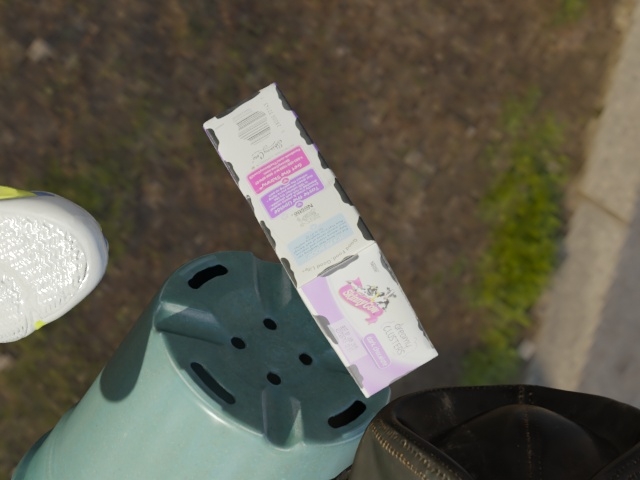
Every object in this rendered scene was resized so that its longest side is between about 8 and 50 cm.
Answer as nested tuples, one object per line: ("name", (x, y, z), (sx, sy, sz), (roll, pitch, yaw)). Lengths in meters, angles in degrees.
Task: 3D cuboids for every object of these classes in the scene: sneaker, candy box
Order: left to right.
("sneaker", (-0.198, 0.003, 1.171), (0.126, 0.240, 0.091), (-39, 113, -52))
("candy box", (0.000, 0.000, 1.551), (0.070, 0.196, 0.165), (-31, 140, -1))

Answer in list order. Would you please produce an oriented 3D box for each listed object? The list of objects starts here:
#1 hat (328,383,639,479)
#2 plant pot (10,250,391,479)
("hat", (0.089, 0.140, 0.857), (0.331, 0.331, 0.134), (-17, 123, -39))
("plant pot", (-0.108, 0.209, 2.032), (0.341, 0.341, 0.334), (-13, 145, -41))
